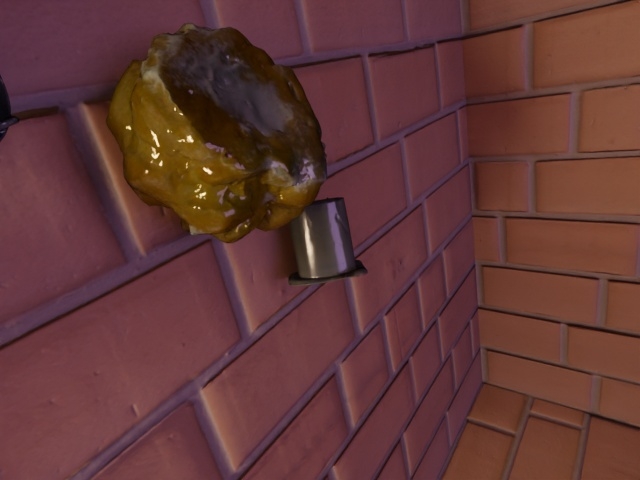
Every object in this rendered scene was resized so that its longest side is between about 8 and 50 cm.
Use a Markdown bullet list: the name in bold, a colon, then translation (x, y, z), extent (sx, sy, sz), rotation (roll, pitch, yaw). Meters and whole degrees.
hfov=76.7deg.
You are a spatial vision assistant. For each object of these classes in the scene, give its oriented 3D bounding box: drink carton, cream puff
- **drink carton**: translation (0.000, 0.000, 0.973), extent (0.185, 0.191, 0.189), rotation (-86, 166, -80)
- **cream puff**: translation (-0.172, -0.151, 0.696), extent (0.378, 0.275, 0.378), rotation (21, 54, -32)

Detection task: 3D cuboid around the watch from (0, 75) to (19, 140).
- **watch**: translation (-0.452, -0.164, 0.439), extent (0.206, 0.068, 0.192), rotation (-4, 89, -64)
